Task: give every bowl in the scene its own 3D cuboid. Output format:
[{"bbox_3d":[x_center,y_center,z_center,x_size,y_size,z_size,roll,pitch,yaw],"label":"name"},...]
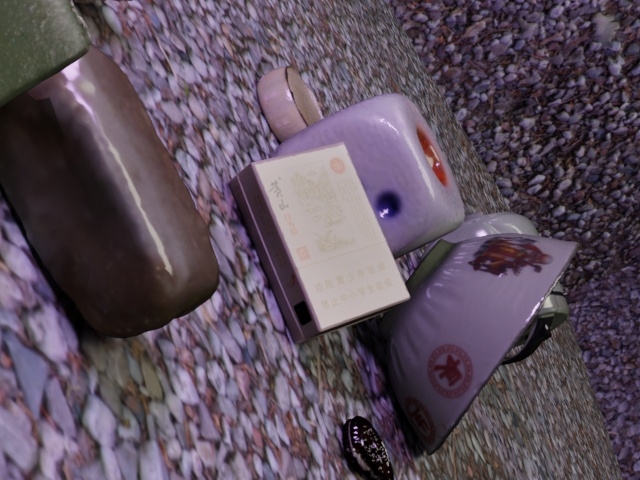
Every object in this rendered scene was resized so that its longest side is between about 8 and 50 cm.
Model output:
[{"bbox_3d":[0.178,0.099,1.418,0.157,0.337,0.337,35,14,8],"label":"bowl"}]

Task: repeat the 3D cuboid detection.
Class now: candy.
[{"bbox_3d":[-0.166,-0.041,0.805,0.234,0.102,0.104,65,17,-1],"label":"candy"}]

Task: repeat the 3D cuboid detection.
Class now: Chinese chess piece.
[{"bbox_3d":[-0.039,-0.177,1.482,0.122,0.051,0.122,58,17,-29],"label":"Chinese chess piece"}]

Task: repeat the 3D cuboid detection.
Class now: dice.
[{"bbox_3d":[0.060,-0.065,1.371,0.193,0.192,0.194,66,18,1],"label":"dice"}]

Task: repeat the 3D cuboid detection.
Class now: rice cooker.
[{"bbox_3d":[0.289,0.088,1.828,0.226,0.226,0.244,23,43,-66],"label":"rice cooker"}]

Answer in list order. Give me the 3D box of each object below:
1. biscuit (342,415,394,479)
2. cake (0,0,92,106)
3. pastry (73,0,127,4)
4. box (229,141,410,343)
[{"bbox_3d":[0.053,0.236,1.200,0.089,0.027,0.087,65,16,1],"label":"biscuit"},{"bbox_3d":[-0.289,-0.155,0.687,0.283,0.172,0.158,27,-31,58],"label":"cake"},{"bbox_3d":[-0.244,-0.342,1.023,0.258,0.089,0.121,62,18,-5],"label":"pastry"},{"bbox_3d":[0.000,0.000,1.211,0.141,0.058,0.201,-18,81,-37],"label":"box"}]
